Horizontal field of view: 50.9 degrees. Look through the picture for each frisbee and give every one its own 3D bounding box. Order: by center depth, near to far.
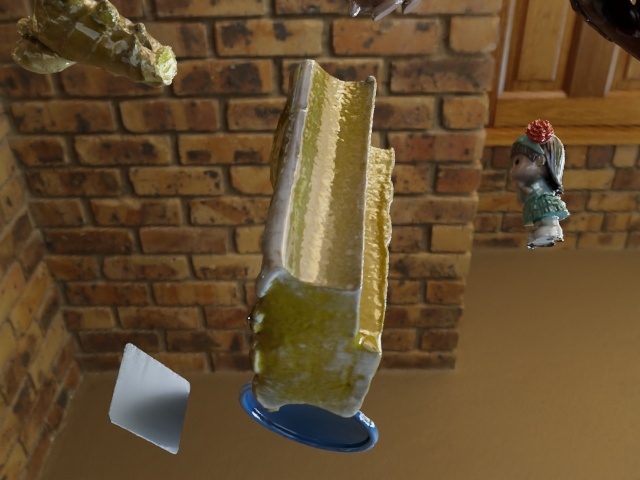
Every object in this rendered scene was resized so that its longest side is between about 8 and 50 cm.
[{"bbox_3d":[-0.019,0.283,1.115,0.242,0.242,0.045,9,-125,15],"label":"frisbee"}]

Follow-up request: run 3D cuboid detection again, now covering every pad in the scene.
[{"bbox_3d":[-0.237,0.225,0.948,0.003,0.157,0.112,-12,-128,22],"label":"pad"}]

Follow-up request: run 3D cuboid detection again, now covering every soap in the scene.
[{"bbox_3d":[0.000,0.000,0.691,0.143,0.259,0.281,6,-128,3],"label":"soap"}]

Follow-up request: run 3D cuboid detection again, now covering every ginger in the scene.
[{"bbox_3d":[-0.281,-0.257,0.835,0.205,0.115,0.081,5,-163,-8],"label":"ginger"}]

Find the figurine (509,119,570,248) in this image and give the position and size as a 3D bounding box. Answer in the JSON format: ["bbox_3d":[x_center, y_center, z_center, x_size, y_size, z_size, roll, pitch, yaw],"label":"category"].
[{"bbox_3d":[0.453,-0.112,1.375,0.110,0.138,0.246,-1,-104,-10],"label":"figurine"}]

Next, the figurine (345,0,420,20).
[{"bbox_3d":[0.071,-0.364,0.907,0.125,0.125,0.138,-33,-95,-37],"label":"figurine"}]

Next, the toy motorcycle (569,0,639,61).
[{"bbox_3d":[0.272,-0.112,0.302,0.401,0.207,0.134,35,-179,-7],"label":"toy motorcycle"}]
